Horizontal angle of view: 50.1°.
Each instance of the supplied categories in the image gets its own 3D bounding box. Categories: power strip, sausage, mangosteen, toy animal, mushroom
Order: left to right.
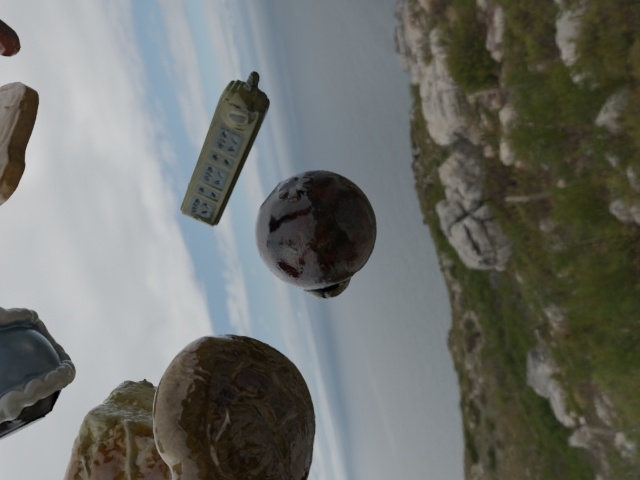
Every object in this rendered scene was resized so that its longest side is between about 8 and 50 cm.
[{"bbox_3d":[-0.491,0.194,1.018,0.204,0.208,0.156,53,156,7],"label":"toy animal"},{"bbox_3d":[-0.677,-0.432,1.446,0.094,0.054,0.059,43,-147,-5],"label":"sausage"},{"bbox_3d":[-0.190,-0.173,1.356,0.066,0.092,0.387,-74,10,-49],"label":"power strip"},{"bbox_3d":[-0.113,0.261,0.948,0.278,0.146,0.278,19,-118,-41],"label":"mushroom"},{"bbox_3d":[-0.011,-0.013,1.596,0.311,0.311,0.311,168,90,-87],"label":"mangosteen"}]

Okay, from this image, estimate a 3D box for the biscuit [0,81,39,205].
[{"bbox_3d":[-0.773,-0.190,1.559,0.062,0.385,0.365,26,-128,-42],"label":"biscuit"}]

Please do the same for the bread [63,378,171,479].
[{"bbox_3d":[-0.370,0.549,1.523,0.279,0.371,0.389,166,123,-88],"label":"bread"}]
